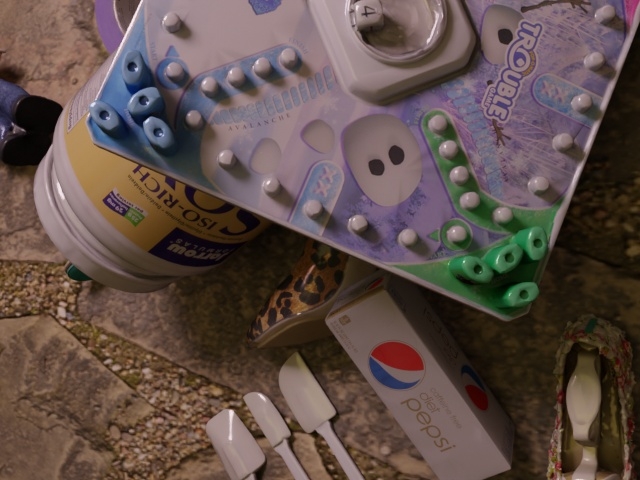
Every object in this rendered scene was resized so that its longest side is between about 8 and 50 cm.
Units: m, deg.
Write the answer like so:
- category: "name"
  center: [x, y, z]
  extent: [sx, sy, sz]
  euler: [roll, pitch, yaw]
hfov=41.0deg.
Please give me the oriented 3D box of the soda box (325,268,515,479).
- category: "soda box"
  center: [0.099, 0.131, 0.820]
  extent: [0.074, 0.069, 0.216]
  euler: [-31, 101, 26]

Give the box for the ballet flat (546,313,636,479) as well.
- category: "ballet flat"
  center: [0.245, 0.189, 0.784]
  extent: [0.091, 0.077, 0.241]
  euler: [-5, 87, 28]

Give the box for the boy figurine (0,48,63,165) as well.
- category: "boy figurine"
  center: [-0.493, -0.194, 1.187]
  extent: [0.285, 0.092, 0.177]
  euler: [27, 102, 27]

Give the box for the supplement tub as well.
- category: "supplement tub"
  center: [-0.123, -0.111, 0.885]
  extent: [0.331, 0.241, 0.241]
  euler: [-37, 72, 33]

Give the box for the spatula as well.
- category: "spatula"
  center: [-0.022, 0.271, 0.965]
  extent: [0.168, 0.019, 0.242]
  euler: [-39, 73, 17]

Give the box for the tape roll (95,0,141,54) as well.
- category: "tape roll"
  center: [-0.172, -0.284, 1.018]
  extent: [0.189, 0.080, 0.189]
  euler: [-1, 88, 29]

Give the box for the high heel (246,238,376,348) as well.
- category: "high heel"
  center: [0.000, 0.000, 0.931]
  extent: [0.261, 0.093, 0.186]
  euler: [-32, 59, 31]

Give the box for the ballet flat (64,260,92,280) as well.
- category: "ballet flat"
  center: [-0.254, 0.001, 1.083]
  extent: [0.168, 0.057, 0.052]
  euler: [-24, 50, 23]

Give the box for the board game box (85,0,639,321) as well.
- category: "board game box"
  center: [0.063, -0.185, 0.696]
  extent: [0.389, 0.050, 0.390]
  euler: [23, 83, -3]
